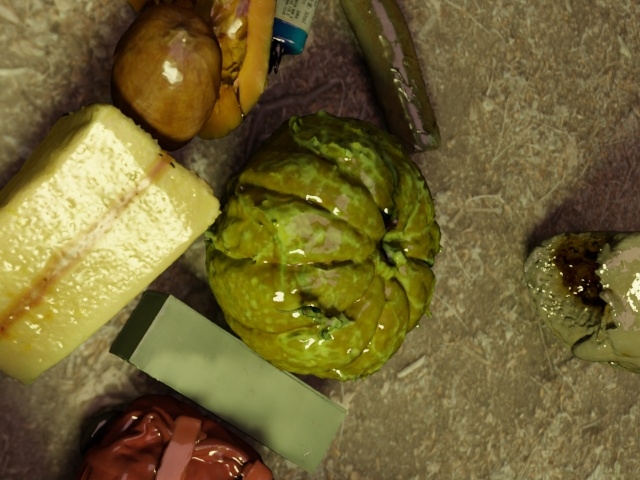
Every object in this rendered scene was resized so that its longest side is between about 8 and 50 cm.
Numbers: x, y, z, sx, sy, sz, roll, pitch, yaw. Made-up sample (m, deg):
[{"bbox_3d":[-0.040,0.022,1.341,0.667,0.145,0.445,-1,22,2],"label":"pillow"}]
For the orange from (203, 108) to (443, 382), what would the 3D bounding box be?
[{"bbox_3d":[0.000,0.000,0.912,0.300,0.223,0.301,25,75,-51],"label":"orange"}]

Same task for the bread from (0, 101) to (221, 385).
[{"bbox_3d":[-0.246,0.014,0.800,0.168,0.163,0.264,41,71,-25],"label":"bread"}]

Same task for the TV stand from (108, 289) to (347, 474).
[{"bbox_3d":[-0.102,0.163,0.935,0.269,0.083,0.088,39,73,-26],"label":"TV stand"}]

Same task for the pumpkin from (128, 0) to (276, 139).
[{"bbox_3d":[-0.152,-0.268,0.868,0.190,0.139,0.280,12,81,-35],"label":"pumpkin"}]

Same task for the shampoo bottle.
[{"bbox_3d":[-0.046,-0.289,0.976,0.087,0.050,0.183,17,80,-2],"label":"shampoo bottle"}]

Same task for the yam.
[{"bbox_3d":[0.080,-0.261,1.050,0.071,0.067,0.317,-28,106,-28],"label":"yam"}]

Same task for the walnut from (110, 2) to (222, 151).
[{"bbox_3d":[-0.156,-0.155,0.815,0.116,0.207,0.115,7,66,-15],"label":"walnut"}]

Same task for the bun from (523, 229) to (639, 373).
[{"bbox_3d":[0.438,0.089,1.154,0.282,0.281,0.204,2,90,-31],"label":"bun"}]

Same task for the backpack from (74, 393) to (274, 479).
[{"bbox_3d":[-0.165,0.289,0.862,0.229,0.139,0.229,1,89,-31],"label":"backpack"}]
